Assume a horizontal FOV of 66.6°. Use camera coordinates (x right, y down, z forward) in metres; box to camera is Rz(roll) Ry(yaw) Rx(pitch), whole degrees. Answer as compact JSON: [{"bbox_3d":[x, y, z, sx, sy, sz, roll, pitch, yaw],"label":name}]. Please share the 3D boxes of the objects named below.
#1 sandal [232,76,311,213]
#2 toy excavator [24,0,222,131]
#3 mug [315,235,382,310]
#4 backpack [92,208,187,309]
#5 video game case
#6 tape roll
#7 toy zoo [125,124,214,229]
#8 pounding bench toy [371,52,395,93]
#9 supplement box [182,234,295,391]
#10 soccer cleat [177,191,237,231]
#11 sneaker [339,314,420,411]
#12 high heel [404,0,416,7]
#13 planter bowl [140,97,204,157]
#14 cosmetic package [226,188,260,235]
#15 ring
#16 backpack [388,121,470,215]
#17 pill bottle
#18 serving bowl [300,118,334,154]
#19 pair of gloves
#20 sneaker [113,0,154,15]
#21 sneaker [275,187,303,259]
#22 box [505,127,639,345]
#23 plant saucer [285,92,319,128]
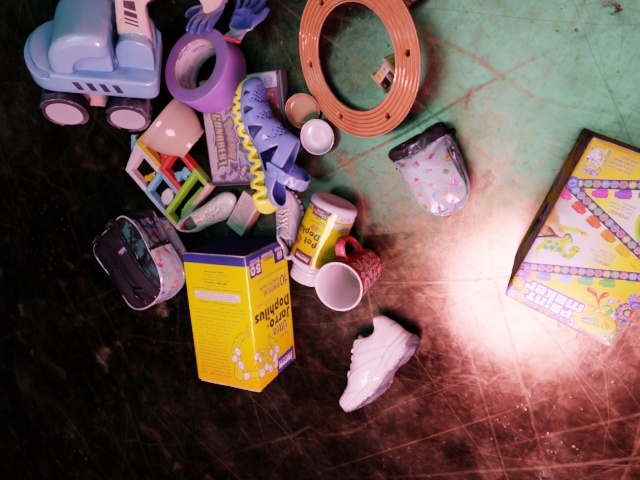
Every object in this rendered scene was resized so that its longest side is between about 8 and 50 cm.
[{"bbox_3d":[-0.107,-0.225,1.142,0.138,0.126,0.317,-6,110,23],"label":"sandal"},{"bbox_3d":[-0.432,-0.454,1.062,0.434,0.445,0.222,1,68,-12],"label":"toy excavator"},{"bbox_3d":[0.081,0.067,1.132,0.113,0.169,0.150,29,114,17],"label":"mug"},{"bbox_3d":[-0.503,0.062,1.406,0.225,0.191,0.253,-36,79,32],"label":"backpack"},{"bbox_3d":[-0.188,-0.279,1.246,0.249,0.035,0.274,2,104,26],"label":"video game case"},{"bbox_3d":[-0.282,-0.415,1.195,0.189,0.080,0.188,-3,82,26],"label":"tape roll"},{"bbox_3d":[-0.448,-0.198,1.399,0.293,0.030,0.192,48,119,6],"label":"toy zoo"},{"bbox_3d":[0.162,-0.362,1.045,0.052,0.083,0.065,55,151,6],"label":"pounding bench toy"},{"bbox_3d":[-0.206,0.181,1.292,0.196,0.194,0.356,3,106,26],"label":"supplement box"},{"bbox_3d":[-0.309,-0.070,1.340,0.196,0.076,0.068,-28,91,29],"label":"soccer cleat"},{"bbox_3d":[0.128,0.312,1.230,0.129,0.111,0.297,44,115,27],"label":"sneaker"},{"bbox_3d":[0.148,-0.599,0.955,0.186,0.093,0.261,-22,103,23],"label":"high heel"},{"bbox_3d":[-0.377,-0.286,1.282,0.109,0.162,0.162,39,121,-19],"label":"planter bowl"},{"bbox_3d":[-0.198,-0.075,1.304,0.060,0.041,0.115,40,118,11],"label":"cosmetic package"},{"bbox_3d":[0.078,-0.385,1.027,0.337,0.032,0.336,31,136,35],"label":"ring"},{"bbox_3d":[0.237,-0.139,1.030,0.152,0.115,0.181,-27,94,27],"label":"backpack"},{"bbox_3d":[0.000,0.000,1.177,0.117,0.117,0.214,27,110,18],"label":"pill bottle"},{"bbox_3d":[-0.004,-0.249,1.165,0.084,0.027,0.083,7,112,18],"label":"serving bowl"},{"bbox_3d":[-0.224,-0.534,1.148,0.198,0.023,0.159,19,67,18],"label":"pair of gloves"},{"bbox_3d":[-0.493,-0.602,1.252,0.237,0.130,0.322,5,100,29],"label":"sneaker"},{"bbox_3d":[-0.083,-0.040,1.235,0.072,0.083,0.190,-12,97,30],"label":"sneaker"},{"bbox_3d":[0.474,-0.027,0.843,0.177,0.290,0.279,28,115,16],"label":"box"},{"bbox_3d":[-0.042,-0.311,1.167,0.084,0.015,0.083,5,118,9],"label":"plant saucer"}]
